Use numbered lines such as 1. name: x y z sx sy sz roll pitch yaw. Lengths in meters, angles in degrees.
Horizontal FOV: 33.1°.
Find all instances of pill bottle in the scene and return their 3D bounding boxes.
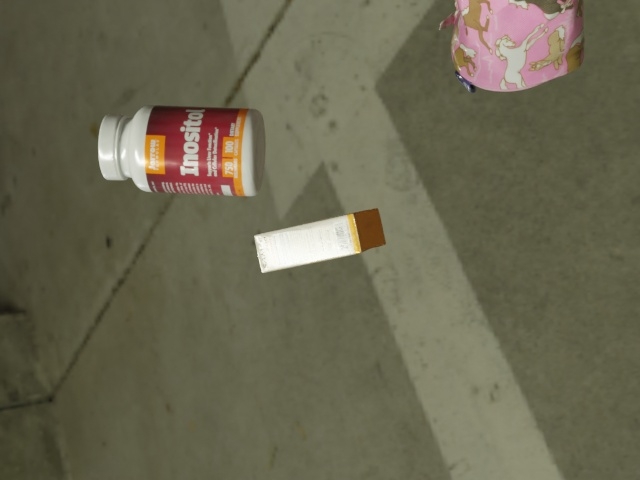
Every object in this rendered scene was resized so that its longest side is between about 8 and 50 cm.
1. pill bottle: -0.133 -0.088 1.046 0.086 0.151 0.086 2 -90 -85

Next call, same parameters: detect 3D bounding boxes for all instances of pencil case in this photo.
1. pencil case: 0.197 -0.357 1.183 0.160 0.167 0.386 -85 -15 -52

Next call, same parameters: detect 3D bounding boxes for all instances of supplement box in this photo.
1. supplement box: 0.000 0.000 0.952 0.098 0.062 0.036 -12 91 26
